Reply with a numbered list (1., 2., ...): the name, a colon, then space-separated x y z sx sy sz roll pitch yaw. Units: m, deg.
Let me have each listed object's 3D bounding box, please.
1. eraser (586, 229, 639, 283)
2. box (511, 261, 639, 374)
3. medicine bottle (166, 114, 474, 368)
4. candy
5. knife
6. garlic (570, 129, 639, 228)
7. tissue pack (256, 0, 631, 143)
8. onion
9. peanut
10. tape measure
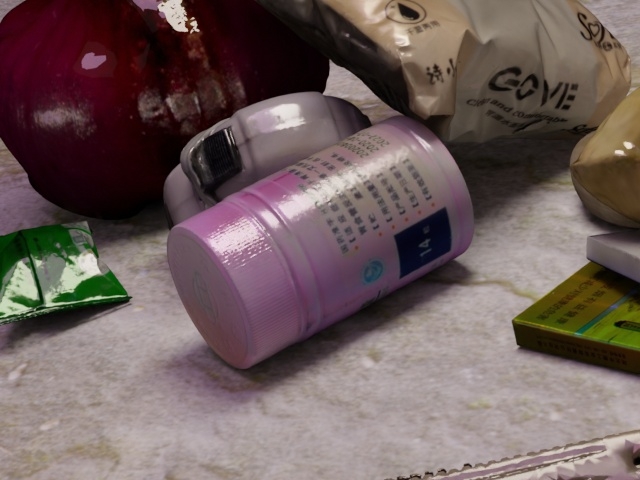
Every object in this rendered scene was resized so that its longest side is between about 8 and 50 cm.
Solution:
1. eraser: 0.320 0.010 1.566 0.150 0.023 0.104 -7 16 -22
2. box: 0.272 0.065 1.523 0.121 0.030 0.193 -33 30 -34
3. medicine bottle: 0.000 0.000 1.685 0.254 0.152 0.152 -28 27 -23
4. candy: -0.292 0.028 1.901 0.141 0.078 0.203 -22 30 -11
5. knife: 0.110 0.200 1.327 0.365 0.043 0.089 -13 57 1
6. garlic: 0.305 -0.066 1.746 0.128 0.091 0.198 -12 13 -31
7. tissue pack: 0.100 -0.227 1.882 0.375 0.195 0.390 0 33 -45
8. onion: -0.198 -0.253 2.036 0.398 0.420 0.398 -8 34 5
9. peanut: 0.393 -0.086 1.577 0.340 0.158 0.174 -9 41 -17
10. tape measure: -0.041 -0.072 1.834 0.236 0.120 0.197 -15 -21 -10
